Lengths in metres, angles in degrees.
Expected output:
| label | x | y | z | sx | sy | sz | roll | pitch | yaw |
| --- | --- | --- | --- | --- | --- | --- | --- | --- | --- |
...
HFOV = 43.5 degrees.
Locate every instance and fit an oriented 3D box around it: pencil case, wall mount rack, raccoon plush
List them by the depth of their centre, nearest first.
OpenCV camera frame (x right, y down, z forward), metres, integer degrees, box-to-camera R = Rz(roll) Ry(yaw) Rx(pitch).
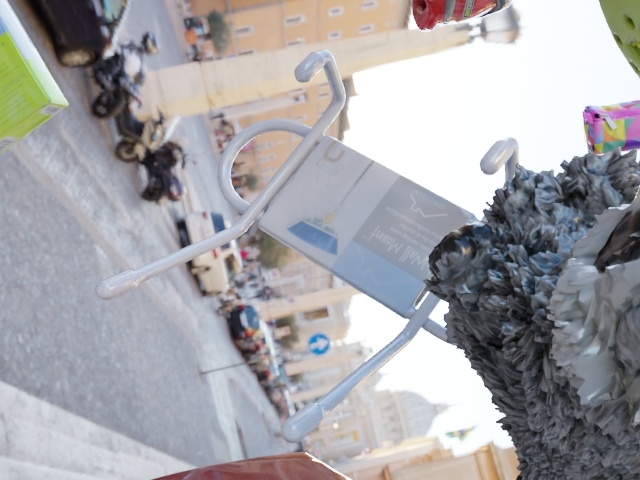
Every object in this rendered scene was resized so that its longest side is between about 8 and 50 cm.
| label | x | y | z | sx | sy | sz | roll | pitch | yaw |
| --- | --- | --- | --- | --- | --- | --- | --- | --- | --- |
| raccoon plush | 0.240 | 0.133 | 0.500 | 0.446 | 0.216 | 0.299 | 64 | 1 | -22 |
| wall mount rack | 0.000 | 0.000 | 0.693 | 0.350 | 0.304 | 0.130 | 31 | -14 | 26 |
| pencil case | 0.597 | -0.214 | 1.465 | 0.104 | 0.236 | 0.104 | -8 | 90 | -83 |

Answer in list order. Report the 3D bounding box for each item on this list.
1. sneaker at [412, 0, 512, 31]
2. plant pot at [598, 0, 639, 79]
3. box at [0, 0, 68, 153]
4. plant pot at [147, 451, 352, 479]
| label | x | y | z | sx | sy | sz | roll | pitch | yaw |
| --- | --- | --- | --- | --- | --- | --- | --- | --- | --- |
| sneaker | 0.049 | -0.231 | 0.533 | 0.279 | 0.118 | 0.107 | 40 | 35 | -48 |
| plant pot | 0.387 | -0.286 | 0.772 | 0.207 | 0.227 | 0.228 | 45 | -3 | 2 |
| box | -0.352 | -0.187 | 0.824 | 0.178 | 0.109 | 0.042 | 59 | 12 | 4 |
| plant pot | -0.054 | 0.366 | 0.824 | 0.267 | 0.236 | 0.267 | 4 | -67 | 62 |
